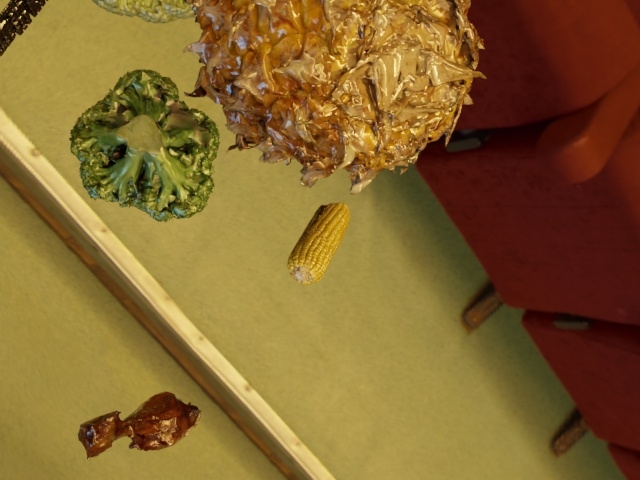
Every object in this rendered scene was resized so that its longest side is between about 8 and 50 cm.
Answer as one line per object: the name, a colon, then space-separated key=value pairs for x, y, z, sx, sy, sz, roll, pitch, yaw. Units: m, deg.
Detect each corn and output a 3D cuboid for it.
corn: x=0.000 y=0.000 z=1.344 sx=0.072 sy=0.072 sz=0.203 roll=53 pitch=42 yaw=-23

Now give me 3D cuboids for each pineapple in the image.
pineapple: x=0.023 y=-0.228 z=0.925 sx=0.353 sy=0.300 sz=0.352 roll=-15 pitch=119 yaw=-29

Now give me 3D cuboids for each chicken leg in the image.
chicken leg: x=-0.315 y=0.316 z=1.277 sx=0.113 sy=0.093 sz=0.304 roll=-56 pitch=159 yaw=1

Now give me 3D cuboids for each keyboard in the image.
keyboard: x=-0.380 y=-0.348 z=1.006 sx=0.023 sy=0.072 sz=0.231 roll=33 pitch=76 yaw=-9

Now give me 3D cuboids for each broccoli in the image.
broccoli: x=-0.443 y=-0.231 z=1.876 sx=0.310 sy=0.321 sz=0.413 roll=0 pitch=75 yaw=-63

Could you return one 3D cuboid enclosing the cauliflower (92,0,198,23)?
cauliflower: x=-0.273 y=-0.495 z=1.170 sx=0.275 sy=0.250 sz=0.272 roll=-11 pitch=66 yaw=-24
